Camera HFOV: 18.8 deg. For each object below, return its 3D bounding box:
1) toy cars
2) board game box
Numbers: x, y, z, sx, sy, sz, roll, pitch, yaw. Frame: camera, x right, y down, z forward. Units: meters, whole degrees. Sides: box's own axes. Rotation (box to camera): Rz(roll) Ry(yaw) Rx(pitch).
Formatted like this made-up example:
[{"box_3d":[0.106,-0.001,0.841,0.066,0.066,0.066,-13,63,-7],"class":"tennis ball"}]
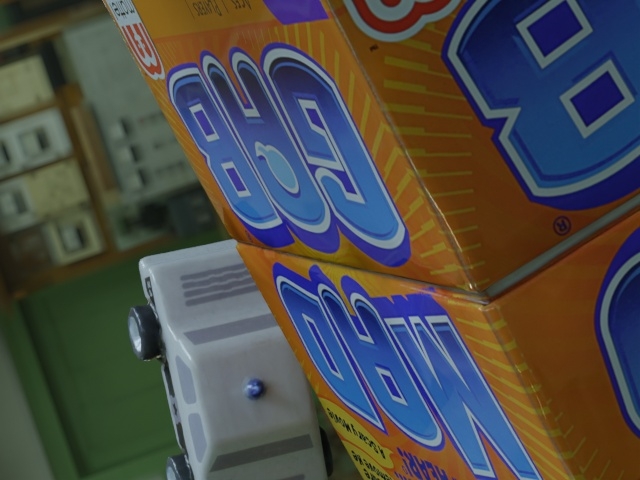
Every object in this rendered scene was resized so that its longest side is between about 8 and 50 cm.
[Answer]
[{"box_3d":[0.000,0.000,1.177,0.176,0.393,0.087,29,166,-11],"class":"toy cars"},{"box_3d":[0.152,-0.077,0.973,0.356,0.356,0.356,62,166,-12],"class":"board game box"}]
